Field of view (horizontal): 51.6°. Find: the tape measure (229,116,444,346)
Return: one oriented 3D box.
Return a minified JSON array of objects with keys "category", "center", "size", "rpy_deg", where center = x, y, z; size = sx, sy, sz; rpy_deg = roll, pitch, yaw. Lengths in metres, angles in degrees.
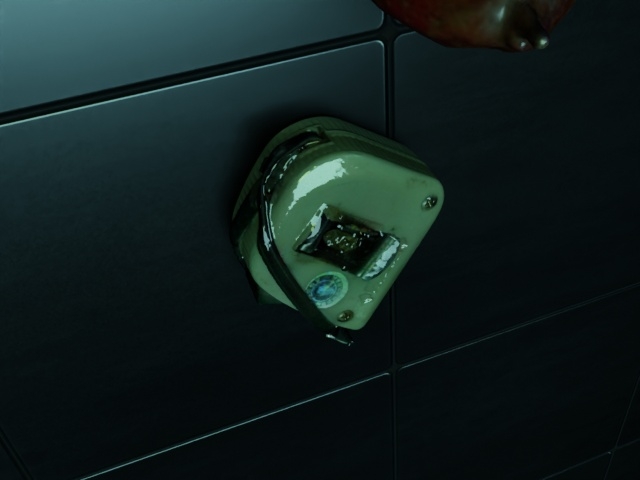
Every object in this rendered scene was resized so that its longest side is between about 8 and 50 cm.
[{"category":"tape measure","center":[0.000,0.000,0.693],"size":[0.207,0.115,0.235],"rpy_deg":[14,118,-35]}]

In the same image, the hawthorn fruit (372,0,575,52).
[{"category":"hawthorn fruit","center":[0.105,-0.230,0.469],"size":[0.208,0.248,0.208],"rpy_deg":[-14,164,-4]}]
